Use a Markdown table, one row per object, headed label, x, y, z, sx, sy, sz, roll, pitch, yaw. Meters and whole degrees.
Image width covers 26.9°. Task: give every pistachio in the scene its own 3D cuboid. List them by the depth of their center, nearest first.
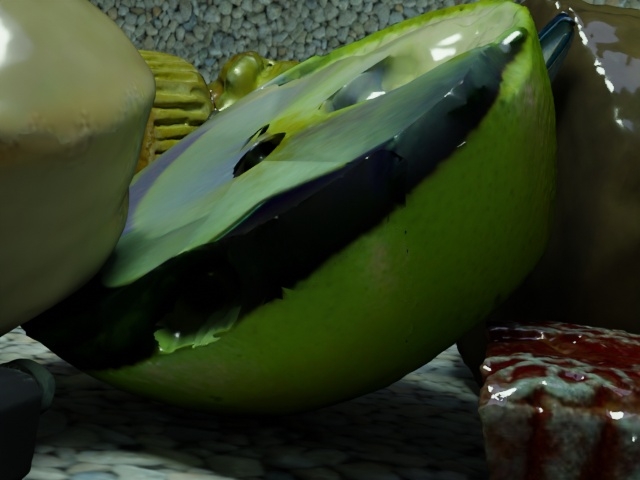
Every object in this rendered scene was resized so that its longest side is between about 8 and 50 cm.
| label | x | y | z | sx | sy | sz | roll | pitch | yaw |
| --- | --- | --- | --- | --- | --- | --- | --- | --- | --- |
| pistachio | -0.317 | -0.049 | 0.823 | 0.445 | 0.282 | 0.365 | -10 | 14 | 3 |

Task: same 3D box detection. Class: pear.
| label | x | y | z | sx | sy | sz | roll | pitch | yaw |
| --- | --- | --- | --- | --- | --- | --- | --- | --- | --- |
| pear | 0.003 | 0.001 | 0.926 | 0.398 | 0.165 | 0.399 | -30 | 17 | 10 |

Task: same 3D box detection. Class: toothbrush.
| label | x | y | z | sx | sy | sz | roll | pitch | yaw |
| --- | --- | --- | --- | --- | --- | --- | --- | --- | --- |
| toothbrush | 0.107 | -0.030 | 1.069 | 0.042 | 0.035 | 0.413 | -7 | -33 | -26 |

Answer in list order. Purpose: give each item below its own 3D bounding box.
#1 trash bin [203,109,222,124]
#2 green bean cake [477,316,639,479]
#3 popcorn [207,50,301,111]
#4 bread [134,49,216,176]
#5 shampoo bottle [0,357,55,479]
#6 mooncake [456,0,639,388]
| label | x | y | z | sx | sy | sz | roll | pitch | yaw |
| --- | --- | --- | --- | --- | --- | --- | --- | --- | --- |
| trash bin | 0.020 | -0.026 | 1.400 | 0.301 | 0.203 | 0.252 | 6 | 42 | 3 |
| green bean cake | 0.161 | 0.109 | 0.807 | 0.198 | 0.097 | 0.233 | 6 | 7 | -8 |
| popcorn | -0.081 | -0.096 | 1.674 | 0.247 | 0.282 | 0.282 | 43 | 11 | 4 |
| bread | -0.232 | -0.093 | 1.513 | 0.227 | 0.254 | 0.142 | 16 | 8 | 37 |
| shampoo bottle | -0.216 | 0.096 | 0.652 | 0.098 | 0.071 | 0.309 | 7 | 6 | 16 |
| mooncake | 0.225 | -0.027 | 1.057 | 0.187 | 0.324 | 0.324 | 5 | 7 | -18 |
